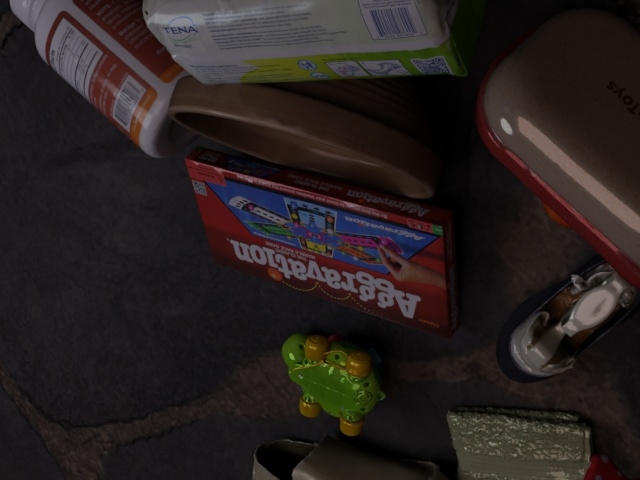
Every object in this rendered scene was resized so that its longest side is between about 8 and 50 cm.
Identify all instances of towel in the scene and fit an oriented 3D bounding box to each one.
[{"bbox_3d":[0.195,0.212,0.930,0.148,0.027,0.110,0,110,34],"label":"towel"}]

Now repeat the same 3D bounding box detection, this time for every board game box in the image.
[{"bbox_3d":[0.000,0.000,0.938,0.281,0.027,0.145,16,138,27],"label":"board game box"}]

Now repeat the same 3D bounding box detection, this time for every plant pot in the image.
[{"bbox_3d":[-0.002,-0.121,0.815,0.237,0.237,0.110,15,87,28],"label":"plant pot"}]

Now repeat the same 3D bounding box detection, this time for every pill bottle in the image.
[{"bbox_3d":[-0.200,-0.192,0.950,0.216,0.121,0.121,42,128,11],"label":"pill bottle"}]

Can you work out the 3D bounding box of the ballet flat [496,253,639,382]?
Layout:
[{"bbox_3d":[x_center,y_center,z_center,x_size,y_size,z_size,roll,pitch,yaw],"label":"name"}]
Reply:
[{"bbox_3d":[0.211,0.070,0.827,0.074,0.074,0.203,48,129,7],"label":"ballet flat"}]

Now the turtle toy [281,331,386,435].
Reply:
[{"bbox_3d":[0.012,0.135,0.991,0.130,0.066,0.095,20,119,26],"label":"turtle toy"}]

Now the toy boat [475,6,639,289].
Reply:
[{"bbox_3d":[0.219,-0.054,0.741,0.231,0.151,0.151,45,159,9],"label":"toy boat"}]

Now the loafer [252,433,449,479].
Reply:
[{"bbox_3d":[0.019,0.260,1.022,0.268,0.102,0.092,-11,108,38],"label":"loafer"}]

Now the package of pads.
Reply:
[{"bbox_3d":[0.020,-0.252,0.681,0.229,0.296,0.101,3,153,33],"label":"package of pads"}]

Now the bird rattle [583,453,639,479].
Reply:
[{"bbox_3d":[0.316,0.287,0.784,0.253,0.207,0.143,32,108,7],"label":"bird rattle"}]
